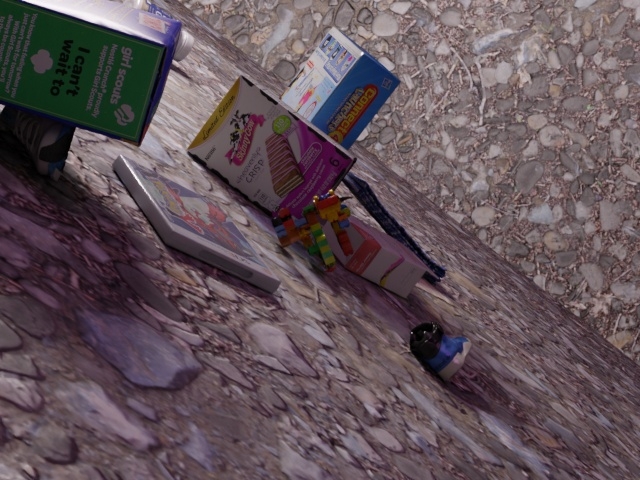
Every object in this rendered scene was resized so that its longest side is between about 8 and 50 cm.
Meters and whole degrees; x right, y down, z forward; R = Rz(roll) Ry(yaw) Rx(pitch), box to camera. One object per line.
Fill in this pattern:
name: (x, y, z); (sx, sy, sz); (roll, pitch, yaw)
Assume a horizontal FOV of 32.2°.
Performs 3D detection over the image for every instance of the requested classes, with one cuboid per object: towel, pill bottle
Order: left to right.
pill bottle: (-0.373, -0.475, 2.505); (0.169, 0.094, 0.094); (29, 13, -36)
towel: (0.121, -0.064, 2.284); (0.336, 0.040, 0.243); (47, 1, -38)

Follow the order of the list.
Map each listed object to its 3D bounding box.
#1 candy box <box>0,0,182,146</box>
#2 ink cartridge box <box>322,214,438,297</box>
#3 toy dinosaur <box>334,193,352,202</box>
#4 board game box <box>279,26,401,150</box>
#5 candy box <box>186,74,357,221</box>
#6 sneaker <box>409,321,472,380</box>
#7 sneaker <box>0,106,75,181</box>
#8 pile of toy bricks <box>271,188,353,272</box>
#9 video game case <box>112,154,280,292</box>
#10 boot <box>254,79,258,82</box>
candy box: (-0.325, -0.225, 1.239); (0.317, 0.122, 0.268); (15, 14, -8)
ink cartridge box: (0.103, 0.030, 1.934); (0.198, 0.067, 0.115); (27, 15, -38)
toy dinosaur: (0.020, -0.072, 2.206); (0.092, 0.053, 0.183); (51, 15, -13)
board game box: (-0.010, -0.222, 2.012); (0.086, 0.302, 0.308); (34, 11, -19)
candy box: (-0.080, -0.141, 1.823); (0.233, 0.159, 0.071); (37, 9, 4)
sneaker: (0.177, 0.152, 1.659); (0.084, 0.058, 0.152); (46, 17, 2)
sneaker: (-0.318, -0.121, 1.237); (0.083, 0.071, 0.190); (19, 13, -18)
pile of toy bricks: (0.000, 0.000, 1.690); (0.212, 0.118, 0.105); (80, -13, -82)
video game case: (-0.158, -0.022, 1.410); (0.183, 0.023, 0.201); (28, 13, -42)
boot: (-0.123, -0.268, 2.462); (0.176, 0.088, 0.244); (36, 18, -10)
